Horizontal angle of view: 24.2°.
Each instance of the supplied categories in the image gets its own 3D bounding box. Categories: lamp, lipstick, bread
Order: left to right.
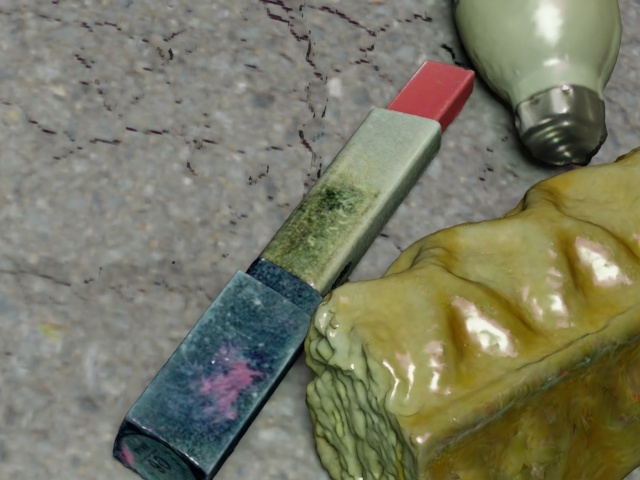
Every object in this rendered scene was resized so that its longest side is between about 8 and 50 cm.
[{"bbox_3d":[0.000,0.000,0.784,0.051,0.051,0.312,32,56,7],"label":"lipstick"},{"bbox_3d":[0.124,-0.159,0.883,0.101,0.101,0.250,1,63,-15],"label":"lamp"},{"bbox_3d":[0.118,0.050,0.743,0.267,0.130,0.152,-27,106,-28],"label":"bread"}]
